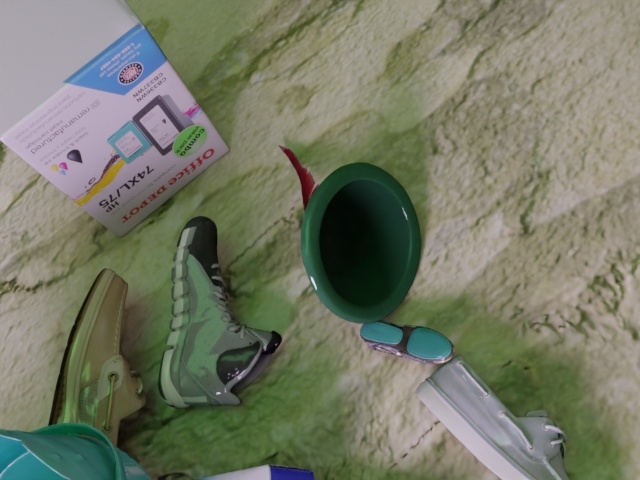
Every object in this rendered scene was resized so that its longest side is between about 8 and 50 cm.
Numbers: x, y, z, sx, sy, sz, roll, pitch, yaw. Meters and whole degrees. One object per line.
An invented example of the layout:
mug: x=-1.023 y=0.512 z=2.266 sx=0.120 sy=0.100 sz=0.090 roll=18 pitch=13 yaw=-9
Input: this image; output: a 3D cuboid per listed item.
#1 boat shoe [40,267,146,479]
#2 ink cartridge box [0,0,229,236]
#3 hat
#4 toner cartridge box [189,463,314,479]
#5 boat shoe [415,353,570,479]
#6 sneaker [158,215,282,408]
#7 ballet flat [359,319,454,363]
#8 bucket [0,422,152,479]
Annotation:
boat shoe: x=-0.256 y=0.183 z=0.907 sx=0.098 sy=0.109 sz=0.302 roll=14 pitch=67 yaw=-19
ink cartridge box: x=-0.281 y=-0.177 z=0.971 sx=0.198 sy=0.270 sz=0.197 roll=-40 pitch=63 yaw=-3
hat: x=0.000 y=0.000 z=0.933 sx=0.184 sy=0.173 sz=0.208 roll=-7 pitch=38 yaw=49
toner cartridge box: x=-0.080 y=0.401 z=0.733 sx=0.165 sy=0.075 sz=0.347 roll=-21 pitch=60 yaw=31
boat shoe: x=0.197 y=0.198 z=0.772 sx=0.081 sy=0.079 sz=0.227 roll=-48 pitch=60 yaw=-3
sneaker: x=-0.106 y=0.085 z=0.918 sx=0.132 sy=0.086 sz=0.228 roll=2 pitch=77 yaw=12
ballet flat: x=0.099 y=0.113 z=0.858 sx=0.114 sy=0.041 sz=0.041 roll=12 pitch=70 yaw=34
bucket: x=-0.280 y=0.299 z=0.710 sx=0.281 sy=0.183 sz=0.281 roll=-3 pitch=77 yaw=13
